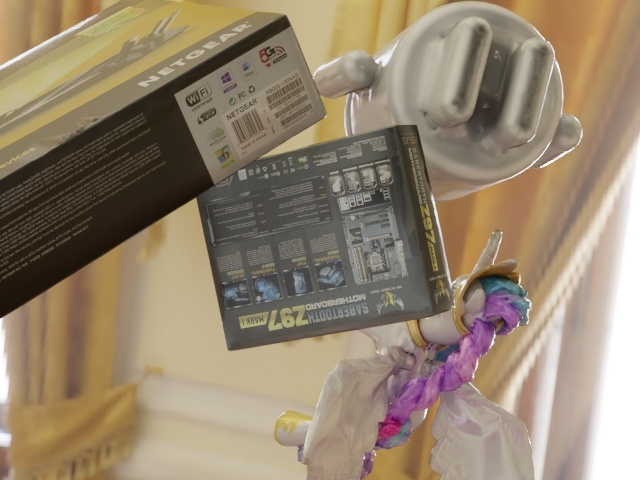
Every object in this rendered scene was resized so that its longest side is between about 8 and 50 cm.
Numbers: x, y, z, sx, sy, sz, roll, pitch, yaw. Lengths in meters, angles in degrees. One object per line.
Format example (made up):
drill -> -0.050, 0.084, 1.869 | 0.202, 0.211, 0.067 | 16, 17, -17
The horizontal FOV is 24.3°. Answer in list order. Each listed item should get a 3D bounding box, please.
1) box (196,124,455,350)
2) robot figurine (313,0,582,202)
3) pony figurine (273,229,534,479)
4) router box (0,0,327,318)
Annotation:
box -> 0.000, 0.000, 1.439 | 0.233, 0.183, 0.059 | -13, -1, 29
robot figurine -> 0.143, -0.150, 1.683 | 0.300, 0.199, 0.353 | 20, -10, -10
pony figurine -> 0.088, 0.172, 1.697 | 0.303, 0.351, 0.363 | 20, -17, -28
router box -> -0.187, -0.058, 1.003 | 0.309, 0.081, 0.243 | -34, 26, -22
